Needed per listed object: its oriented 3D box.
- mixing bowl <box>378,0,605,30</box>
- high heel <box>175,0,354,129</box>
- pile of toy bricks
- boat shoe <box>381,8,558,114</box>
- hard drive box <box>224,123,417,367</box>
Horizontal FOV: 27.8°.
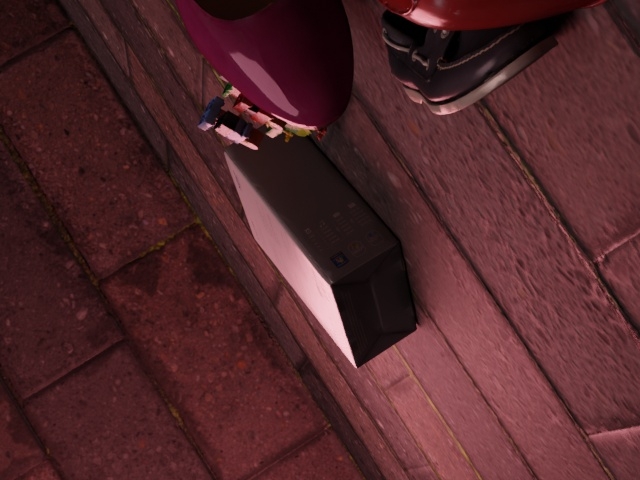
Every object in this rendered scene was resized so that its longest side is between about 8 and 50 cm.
[{"bbox_3d":[0.063,-0.177,0.666,0.181,0.098,0.181,55,169,15],"label":"mixing bowl"},{"bbox_3d":[-0.092,-0.261,1.011,0.377,0.127,0.181,58,180,21],"label":"high heel"},{"bbox_3d":[-0.042,-0.133,1.287,0.105,0.118,0.212,28,166,-15],"label":"pile of toy bricks"},{"bbox_3d":[0.080,-0.124,0.798,0.065,0.075,0.206,57,174,-12],"label":"boat shoe"},{"bbox_3d":[0.000,0.000,1.448,0.232,0.089,0.181,50,166,33],"label":"hard drive box"}]
